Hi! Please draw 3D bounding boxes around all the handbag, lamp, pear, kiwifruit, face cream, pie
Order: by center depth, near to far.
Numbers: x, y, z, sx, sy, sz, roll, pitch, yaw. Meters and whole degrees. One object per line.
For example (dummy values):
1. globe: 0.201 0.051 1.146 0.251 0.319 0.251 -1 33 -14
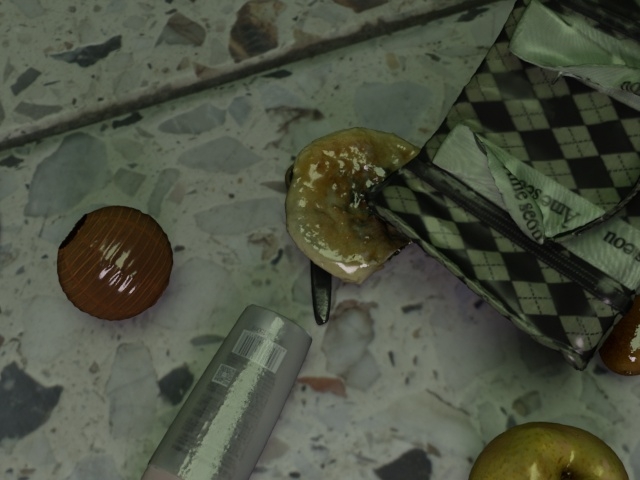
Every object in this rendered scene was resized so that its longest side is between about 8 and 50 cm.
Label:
1. pear: 0.235 0.265 0.945 0.178 0.178 0.178 0 66 1
2. handbag: 0.272 -0.114 1.018 0.317 0.180 0.416 34 95 16
3. face cream: -0.108 0.204 1.028 0.107 0.073 0.269 22 68 16
4. kiwifruit: 0.360 0.098 1.068 0.075 0.075 0.124 12 62 6
5. lamp: -0.238 0.027 1.078 0.136 0.136 0.136 0 66 1
6. pie: 0.049 -0.054 1.141 0.218 0.052 0.185 -41 79 -21

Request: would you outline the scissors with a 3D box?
1. scissors: 0.000 0.000 1.150 0.088 0.017 0.220 0 66 -3
